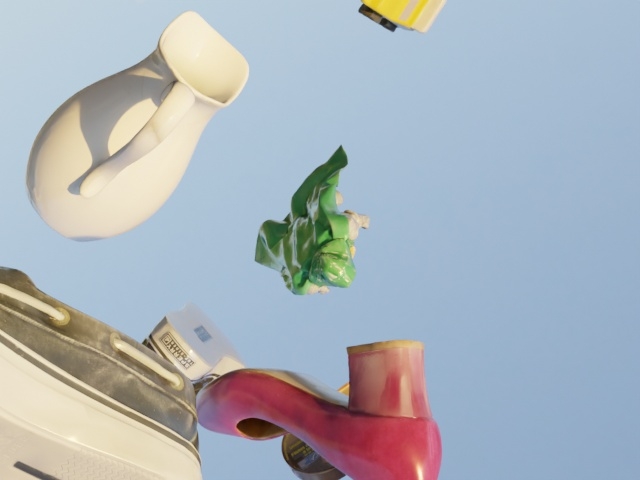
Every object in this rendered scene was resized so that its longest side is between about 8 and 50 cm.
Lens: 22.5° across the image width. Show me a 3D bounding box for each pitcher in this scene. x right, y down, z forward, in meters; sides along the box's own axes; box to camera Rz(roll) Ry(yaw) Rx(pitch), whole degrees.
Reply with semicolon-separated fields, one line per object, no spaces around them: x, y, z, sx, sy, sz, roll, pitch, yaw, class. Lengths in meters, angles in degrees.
-0.167;-0.083;1.377;0.207;0.125;0.178;-42;-169;24;pitcher

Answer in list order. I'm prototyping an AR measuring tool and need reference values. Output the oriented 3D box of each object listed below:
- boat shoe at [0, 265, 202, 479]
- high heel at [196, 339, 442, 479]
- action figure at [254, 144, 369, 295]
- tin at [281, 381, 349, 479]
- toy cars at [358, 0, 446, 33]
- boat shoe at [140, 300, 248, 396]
-0.214;0.070;0.953;0.121;0.335;0.119;-38;-147;29;boat shoe
-0.008;0.145;1.127;0.244;0.082;0.117;-15;-109;43;high heel
0.000;0.000;1.395;0.137;0.063;0.232;-57;-168;9;action figure
0.037;0.249;2.130;0.190;0.040;0.106;-33;-130;-10;tin
0.141;-0.393;2.147;0.087;0.393;0.176;33;-123;13;toy cars
-0.166;0.149;1.908;0.105;0.113;0.306;-41;179;5;boat shoe
